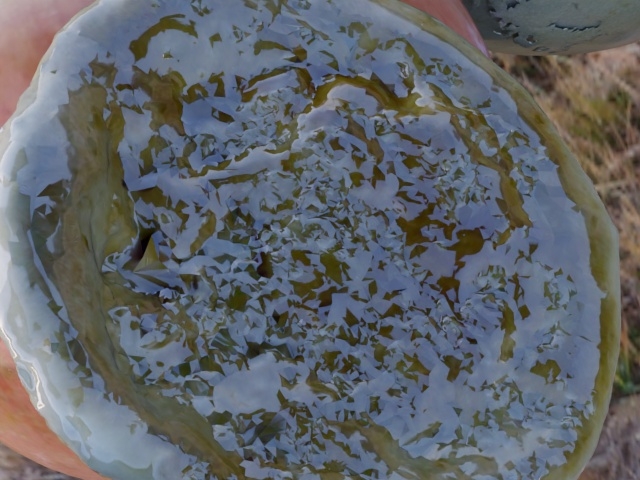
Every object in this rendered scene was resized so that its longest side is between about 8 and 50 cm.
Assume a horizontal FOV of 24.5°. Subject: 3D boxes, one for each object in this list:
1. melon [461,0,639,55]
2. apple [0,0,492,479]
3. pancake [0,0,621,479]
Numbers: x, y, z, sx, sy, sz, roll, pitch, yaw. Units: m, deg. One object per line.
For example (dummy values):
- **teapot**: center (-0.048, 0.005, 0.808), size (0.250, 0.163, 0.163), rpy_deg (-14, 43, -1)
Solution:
- **melon**: center (0.160, -0.248, 0.939), size (0.330, 0.268, 0.269), rpy_deg (-2, 69, 42)
- **apple**: center (-0.085, -0.053, 0.818), size (0.363, 0.364, 0.364), rpy_deg (-5, 71, 14)
- **pancake**: center (0.000, 0.001, 0.593), size (0.282, 0.049, 0.282), rpy_deg (8, 64, -17)
